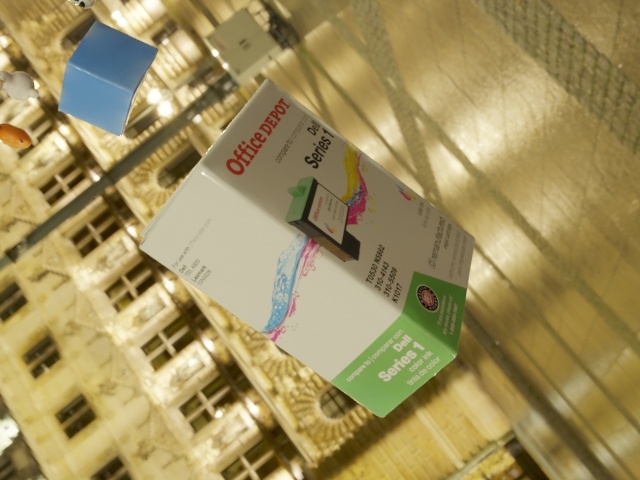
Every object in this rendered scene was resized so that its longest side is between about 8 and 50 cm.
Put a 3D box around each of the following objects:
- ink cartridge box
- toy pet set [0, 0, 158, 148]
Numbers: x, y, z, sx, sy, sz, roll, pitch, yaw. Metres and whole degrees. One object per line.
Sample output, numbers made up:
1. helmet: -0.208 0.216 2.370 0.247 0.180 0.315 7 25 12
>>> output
1. ink cartridge box: 0.000 0.000 0.770 0.278 0.117 0.201 37 -146 -9
2. toy pet set: -0.170 -0.108 0.504 0.114 0.122 0.065 24 -173 -8
